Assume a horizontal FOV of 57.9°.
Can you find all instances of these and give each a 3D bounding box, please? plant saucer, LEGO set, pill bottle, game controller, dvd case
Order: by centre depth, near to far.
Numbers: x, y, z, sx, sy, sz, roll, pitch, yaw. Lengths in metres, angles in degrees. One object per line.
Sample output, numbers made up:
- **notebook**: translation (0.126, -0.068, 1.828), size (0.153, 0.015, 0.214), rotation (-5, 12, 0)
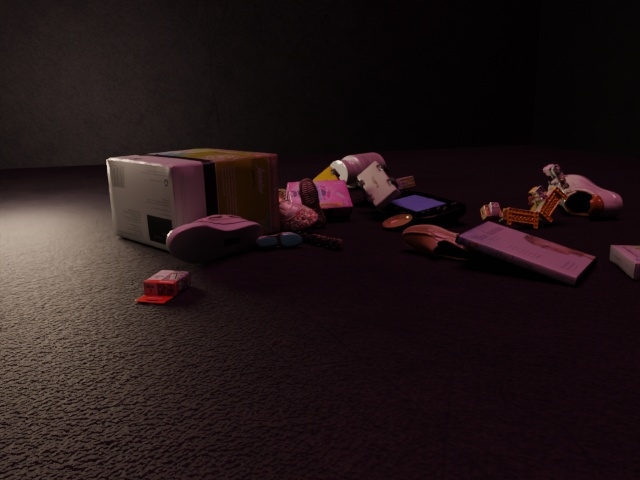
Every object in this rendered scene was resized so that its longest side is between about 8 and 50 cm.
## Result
- **dvd case**: translation (0.434, 0.019, 1.219), size (0.253, 0.022, 0.180), rotation (22, 25, 30)
- **plant saucer**: translation (0.213, -0.048, 1.591), size (0.084, 0.015, 0.083), rotation (-16, 20, 6)
- **LEGO set**: translation (0.559, -0.092, 1.603), size (0.287, 0.132, 0.107), rotation (-29, 4, -14)
- **game controller**: translation (0.286, -0.100, 1.722), size (0.167, 0.067, 0.319), rotation (-7, 14, -21)
- **pill bottle**: translation (0.146, -0.278, 2.311), size (0.131, 0.131, 0.229), rotation (12, 19, 42)

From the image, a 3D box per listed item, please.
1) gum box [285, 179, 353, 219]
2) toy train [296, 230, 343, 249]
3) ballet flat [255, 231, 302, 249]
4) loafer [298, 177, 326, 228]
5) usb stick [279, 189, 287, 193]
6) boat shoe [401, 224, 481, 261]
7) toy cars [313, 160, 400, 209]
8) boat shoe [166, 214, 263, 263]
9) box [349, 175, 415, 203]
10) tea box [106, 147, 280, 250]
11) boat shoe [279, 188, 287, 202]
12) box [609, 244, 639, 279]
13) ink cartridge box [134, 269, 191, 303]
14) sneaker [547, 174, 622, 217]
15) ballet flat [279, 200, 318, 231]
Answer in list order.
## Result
- **gum box**: translation (-0.010, -0.117, 1.715), size (0.189, 0.062, 0.107), rotation (-4, 55, -14)
- **toy train**: translation (0.000, 0.000, 1.434), size (0.036, 0.027, 0.158), rotation (0, 9, -44)
- **ballet flat**: translation (-0.103, 0.002, 1.412), size (0.115, 0.041, 0.041), rotation (-4, 14, -17)
- **loafer**: translation (-0.027, -0.102, 1.629), size (0.056, 0.147, 0.050), rotation (-15, -5, -11)
- **usb stick**: translation (-0.187, -0.133, 1.938), size (0.077, 0.045, 0.278), rotation (11, 19, 38)
- **boat shoe**: translation (0.264, 0.009, 1.304), size (0.190, 0.068, 0.072), rotation (8, 28, 32)
- **toy cars**: translation (0.117, -0.156, 1.833), size (0.394, 0.176, 0.087), rotation (2, -31, 47)
- **boat shoe**: translation (-0.253, -0.017, 1.338), size (0.088, 0.096, 0.268), rotation (28, 27, 34)
- **box**: translation (0.196, -0.164, 1.913), size (0.207, 0.036, 0.114), rotation (-15, 1, 45)
- **tea box**: translation (-0.333, -0.120, 1.539), size (0.329, 0.219, 0.324), rotation (12, 19, 42)
- **boat shoe**: translation (-0.163, -0.117, 1.778), size (0.286, 0.089, 0.104), rotation (-3, 14, -11)
- **box**: translation (0.707, 0.044, 1.171), size (0.187, 0.038, 0.145), rotation (0, 14, 9)
- **ink cartridge box**: translation (-0.299, 0.087, 1.101), size (0.063, 0.029, 0.115), rotation (2, 14, 12)
- **sneaker**: translation (0.764, -0.140, 1.757), size (0.123, 0.105, 0.290), rotation (-2, 15, -15)
- **ballet flat**: translation (-0.106, -0.076, 1.606), size (0.241, 0.077, 0.091), rotation (7, 55, 49)
